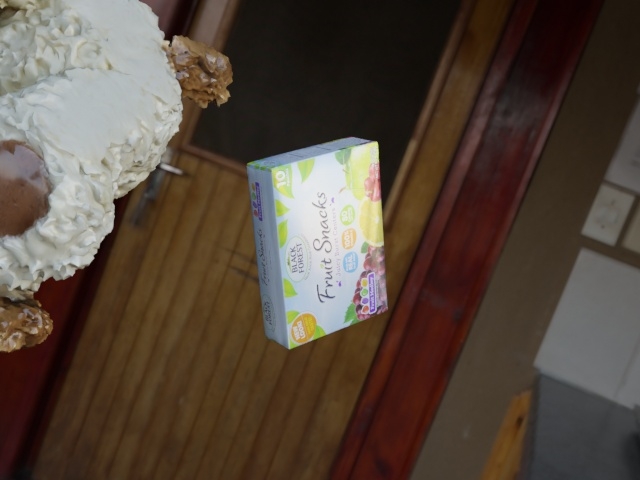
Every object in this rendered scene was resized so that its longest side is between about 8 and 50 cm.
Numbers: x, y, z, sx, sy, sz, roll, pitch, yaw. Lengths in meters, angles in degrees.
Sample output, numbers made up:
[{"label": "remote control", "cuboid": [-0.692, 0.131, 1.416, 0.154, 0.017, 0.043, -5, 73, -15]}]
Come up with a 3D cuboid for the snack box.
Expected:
[{"label": "snack box", "cuboid": [0.000, 0.000, 0.737, 0.100, 0.141, 0.037, -18, 22, -32]}]

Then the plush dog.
[{"label": "plush dog", "cuboid": [-0.193, -0.059, 0.608, 0.211, 0.225, 0.262, -2, 59, -55]}]
